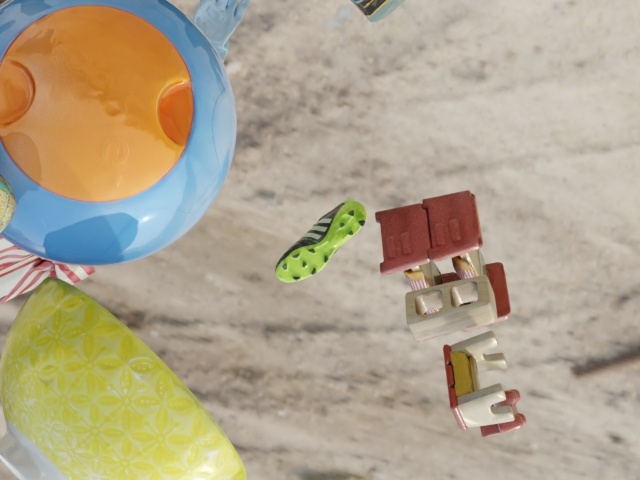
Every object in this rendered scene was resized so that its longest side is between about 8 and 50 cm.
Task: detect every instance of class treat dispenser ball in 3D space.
[{"bbox_3d":[-0.229,-0.117,1.212,0.288,0.288,0.288,15,155,7],"label":"treat dispenser ball"}]

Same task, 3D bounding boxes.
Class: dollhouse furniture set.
[{"bbox_3d":[0.188,0.132,1.728,0.152,0.374,0.201,-15,137,14],"label":"dollhouse furniture set"}]

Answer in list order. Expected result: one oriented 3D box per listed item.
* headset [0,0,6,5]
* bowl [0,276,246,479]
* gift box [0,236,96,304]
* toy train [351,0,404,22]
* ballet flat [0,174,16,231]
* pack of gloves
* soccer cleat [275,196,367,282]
[{"bbox_3d":[-0.569,-0.330,2.118,0.394,0.243,0.185,-15,178,32],"label":"headset"},{"bbox_3d":[-0.229,0.192,1.206,0.289,0.156,0.289,39,160,17],"label":"bowl"},{"bbox_3d":[-0.423,-0.059,1.665,0.258,0.276,0.255,60,172,14],"label":"gift box"},{"bbox_3d":[-0.002,-0.423,1.550,0.334,0.142,0.190,49,-173,22],"label":"toy train"},{"bbox_3d":[-0.415,0.008,1.127,0.348,0.123,0.123,-22,136,32],"label":"ballet flat"},{"bbox_3d":[-0.227,-0.330,1.864,0.195,0.232,0.046,20,176,13],"label":"pack of gloves"},{"bbox_3d":[0.000,0.000,1.939,0.060,0.179,0.072,48,-175,-23],"label":"soccer cleat"}]
